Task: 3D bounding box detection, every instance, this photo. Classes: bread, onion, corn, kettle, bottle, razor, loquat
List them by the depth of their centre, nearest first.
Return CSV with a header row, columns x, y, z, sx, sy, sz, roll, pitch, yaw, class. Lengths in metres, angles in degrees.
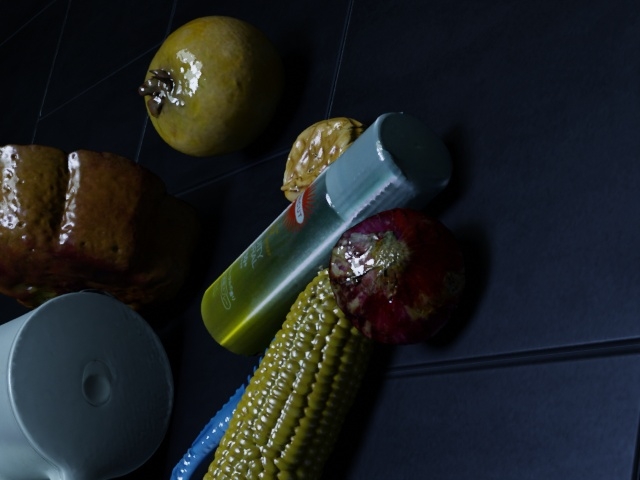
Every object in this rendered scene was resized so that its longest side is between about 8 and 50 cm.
x,y,z,sx,sy,sz,roll,pitch,yaw,class
0.060,0.027,1.077,0.107,0.097,0.107,-1,87,25,onion
-0.026,0.148,1.150,0.091,0.091,0.260,28,96,54,corn
0.000,0.000,1.208,0.286,0.082,0.082,-43,37,41,bottle
0.008,-0.071,1.285,0.111,0.044,0.083,-8,62,58,bread
-0.090,0.182,1.297,0.253,0.042,0.082,-54,30,27,razor
-0.110,-0.158,1.453,0.163,0.163,0.137,-37,73,47,loquat
-0.333,0.208,1.503,0.318,0.205,0.265,-23,24,45,kettle
-0.255,0.000,1.521,0.232,0.247,0.135,130,151,-59,bread
